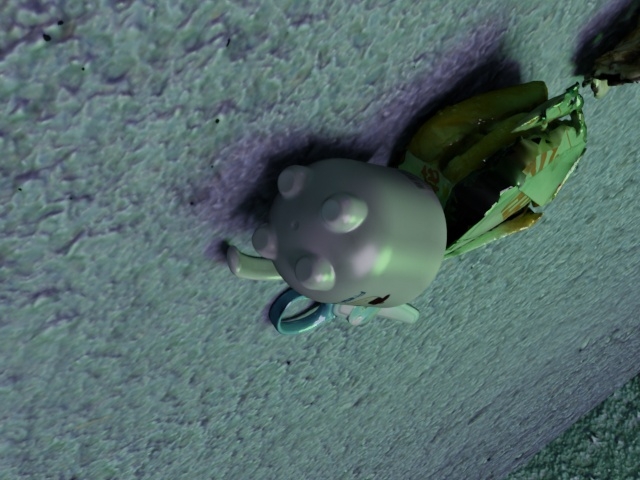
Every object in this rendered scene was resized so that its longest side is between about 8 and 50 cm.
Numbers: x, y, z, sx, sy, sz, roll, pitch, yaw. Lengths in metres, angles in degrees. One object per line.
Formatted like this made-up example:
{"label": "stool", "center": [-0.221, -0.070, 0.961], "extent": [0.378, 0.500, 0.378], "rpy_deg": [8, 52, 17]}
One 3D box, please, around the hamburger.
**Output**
{"label": "hamburger", "center": [0.179, -0.085, 0.976], "extent": [0.214, 0.125, 0.235], "rpy_deg": [-32, 156, -25]}

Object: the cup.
{"label": "cup", "center": [0.005, -0.011, 0.895], "extent": [0.142, 0.173, 0.134], "rpy_deg": [6, 97, -52]}

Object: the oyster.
{"label": "oyster", "center": [0.363, -0.218, 1.070], "extent": [0.163, 0.081, 0.191], "rpy_deg": [-26, 177, 29]}

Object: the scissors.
{"label": "scissors", "center": [0.046, 0.070, 1.139], "extent": [0.125, 0.030, 0.256], "rpy_deg": [-49, 148, 16]}
